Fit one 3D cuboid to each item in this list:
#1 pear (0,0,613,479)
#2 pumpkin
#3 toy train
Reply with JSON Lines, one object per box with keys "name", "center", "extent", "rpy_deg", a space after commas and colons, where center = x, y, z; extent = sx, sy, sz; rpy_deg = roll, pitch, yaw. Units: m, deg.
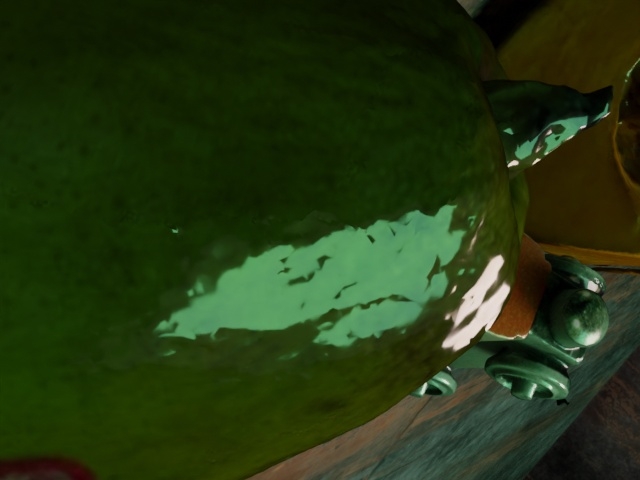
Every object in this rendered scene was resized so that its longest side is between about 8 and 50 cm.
{"name": "pear", "center": [-0.076, -0.025, 0.609], "extent": [0.375, 0.287, 0.287], "rpy_deg": [-7, 165, 11]}
{"name": "pumpkin", "center": [0.261, -0.104, 1.247], "extent": [0.303, 0.256, 0.225], "rpy_deg": [-57, 159, 10]}
{"name": "toy train", "center": [0.091, 0.046, 1.223], "extent": [0.285, 0.177, 0.116], "rpy_deg": [-8, -123, 61]}
